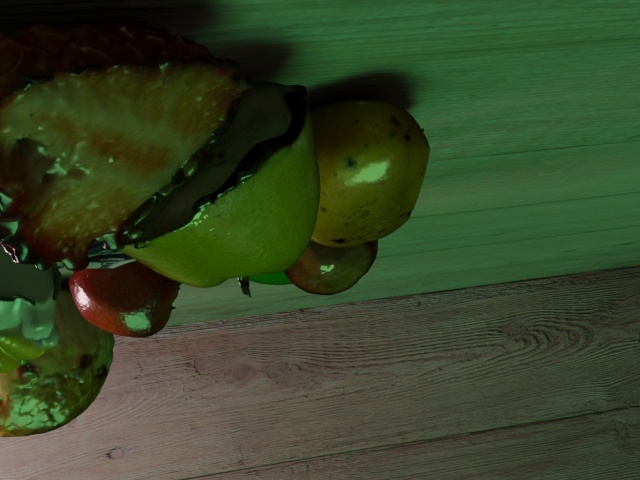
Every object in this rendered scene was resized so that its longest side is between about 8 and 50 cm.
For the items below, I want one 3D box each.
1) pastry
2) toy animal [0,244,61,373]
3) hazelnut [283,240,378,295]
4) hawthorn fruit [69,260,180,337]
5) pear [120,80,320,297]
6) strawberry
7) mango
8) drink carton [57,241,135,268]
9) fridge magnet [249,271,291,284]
[{"bbox_3d":[-0.628,0.258,2.304,0.388,0.313,0.388,-4,170,-1],"label":"pastry"},{"bbox_3d":[-0.507,0.082,1.559,0.183,0.247,0.310,-28,-179,-36],"label":"toy animal"},{"bbox_3d":[0.000,0.000,1.813,0.182,0.182,0.182,-9,171,-1],"label":"hazelnut"},{"bbox_3d":[-0.351,0.067,1.873,0.225,0.197,0.196,18,163,-15],"label":"hawthorn fruit"},{"bbox_3d":[-0.089,-0.036,1.138,0.267,0.267,0.178,-15,129,33],"label":"pear"},{"bbox_3d":[-0.227,-0.095,0.925,0.280,0.150,0.253,-13,146,-53],"label":"strawberry"},{"bbox_3d":[0.034,-0.087,1.309,0.191,0.160,0.290,2,165,-10],"label":"mango"},{"bbox_3d":[-0.299,-0.024,1.546,0.134,0.102,0.222,-3,171,-45],"label":"drink carton"},{"bbox_3d":[-0.063,0.045,2.216,0.208,0.088,0.208,-8,170,-1],"label":"fridge magnet"}]
